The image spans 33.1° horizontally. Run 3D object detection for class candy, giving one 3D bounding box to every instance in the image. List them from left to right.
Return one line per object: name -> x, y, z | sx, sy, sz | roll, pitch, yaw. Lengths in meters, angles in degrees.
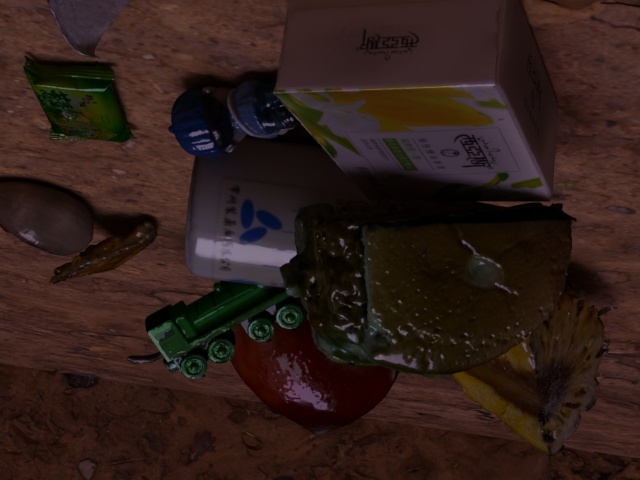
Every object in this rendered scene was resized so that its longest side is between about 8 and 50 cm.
candy -> -0.264, -0.148, 1.191 | 0.102, 0.032, 0.178 | 8, 162, 0

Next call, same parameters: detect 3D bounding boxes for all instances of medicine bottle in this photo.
medicine bottle -> -0.003, -0.026, 1.235 | 0.292, 0.170, 0.170 | 6, 163, -3

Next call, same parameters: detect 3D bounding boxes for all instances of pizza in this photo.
pizza -> -0.337, 0.025, 1.637 | 0.176, 0.036, 0.184 | -24, 176, -22

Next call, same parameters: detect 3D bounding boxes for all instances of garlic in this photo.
garlic -> -0.394, -0.030, 1.567 | 0.128, 0.091, 0.198 | 14, 176, 35

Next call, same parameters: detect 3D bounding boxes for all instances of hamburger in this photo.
hamburger -> 0.102, 0.046, 1.090 | 0.287, 0.192, 0.168 | -2, -164, -10

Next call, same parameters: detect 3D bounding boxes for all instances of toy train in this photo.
toy train -> -0.138, 0.113, 1.630 | 0.251, 0.085, 0.119 | -29, 114, 4

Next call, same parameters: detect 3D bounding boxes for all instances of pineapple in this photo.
pineapple -> 0.283, 0.120, 1.652 | 0.286, 0.209, 0.344 | 28, 151, 38

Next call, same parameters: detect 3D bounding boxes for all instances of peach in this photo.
peach -> -0.028, 0.165, 1.871 | 0.338, 0.281, 0.281 | 47, 154, -6

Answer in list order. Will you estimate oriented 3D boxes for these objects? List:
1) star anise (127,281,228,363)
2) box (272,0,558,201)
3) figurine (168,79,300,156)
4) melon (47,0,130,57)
star anise -> -0.182, 0.103, 1.667 | 0.218, 0.228, 0.148 | 12, 172, 24
box -> 0.098, -0.127, 0.975 | 0.194, 0.111, 0.260 | 0, 159, 23
figurine -> -0.084, -0.127, 1.116 | 0.149, 0.087, 0.086 | -5, 121, 34
melon -> -0.165, -0.238, 0.762 | 0.093, 0.203, 0.139 | -4, -156, -26
